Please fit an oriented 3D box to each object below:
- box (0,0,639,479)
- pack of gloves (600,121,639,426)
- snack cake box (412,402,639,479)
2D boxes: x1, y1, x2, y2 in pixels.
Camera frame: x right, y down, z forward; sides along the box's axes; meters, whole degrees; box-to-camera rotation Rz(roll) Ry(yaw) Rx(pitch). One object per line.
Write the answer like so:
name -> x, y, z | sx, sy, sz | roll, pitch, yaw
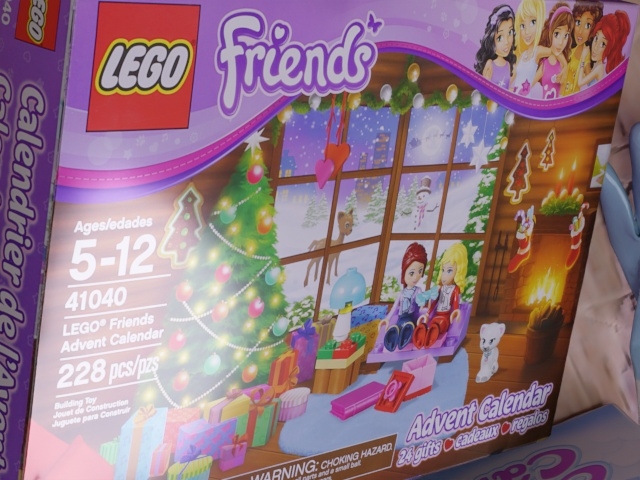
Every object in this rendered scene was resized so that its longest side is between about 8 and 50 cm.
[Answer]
box -> 0.000, 0.000, 0.548 | 0.293, 0.057, 0.201 | -7, 111, -45
pack of gloves -> 0.224, 0.044, 0.643 | 0.046, 0.195, 0.232 | -31, 116, -39
snack cake box -> 0.051, 0.200, 0.681 | 0.264, 0.089, 0.152 | -21, 109, -6
